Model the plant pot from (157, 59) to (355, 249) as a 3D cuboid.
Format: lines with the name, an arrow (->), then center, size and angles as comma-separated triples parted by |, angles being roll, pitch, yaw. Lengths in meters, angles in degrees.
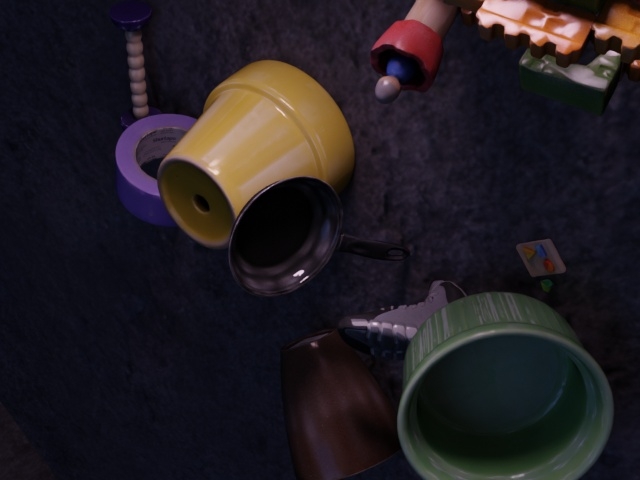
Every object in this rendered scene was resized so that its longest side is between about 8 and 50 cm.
plant pot -> -0.115, -0.115, 1.717 | 0.254, 0.239, 0.254 | 26, 138, 26

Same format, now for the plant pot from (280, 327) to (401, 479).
plant pot -> 0.018, 0.281, 1.977 | 0.215, 0.215, 0.231 | -15, 97, 49

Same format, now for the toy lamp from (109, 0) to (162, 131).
toy lamp -> -0.313, -0.270, 1.907 | 0.080, 0.080, 0.275 | 26, 138, 27

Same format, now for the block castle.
block castle -> 0.259, -0.221, 1.182 | 0.453, 0.213, 0.303 | 24, 160, 20

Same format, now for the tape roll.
tape roll -> -0.253, -0.120, 1.882 | 0.189, 0.189, 0.080 | 36, 145, 16

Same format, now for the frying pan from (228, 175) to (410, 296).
frying pan -> -0.001, -0.025, 1.662 | 0.053, 0.326, 0.197 | 38, 136, 44

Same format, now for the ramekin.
ramekin -> 0.258, 0.222, 1.614 | 0.303, 0.148, 0.304 | 0, 116, 0

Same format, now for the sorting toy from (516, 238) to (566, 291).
sorting toy -> 0.323, 0.038, 1.604 | 0.062, 0.012, 0.083 | -14, 111, 49

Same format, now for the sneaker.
sneaker -> 0.146, 0.116, 1.738 | 0.228, 0.132, 0.086 | 9, 144, 3
